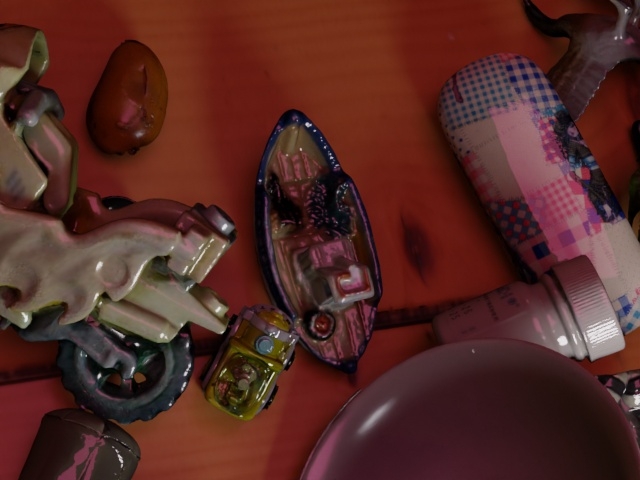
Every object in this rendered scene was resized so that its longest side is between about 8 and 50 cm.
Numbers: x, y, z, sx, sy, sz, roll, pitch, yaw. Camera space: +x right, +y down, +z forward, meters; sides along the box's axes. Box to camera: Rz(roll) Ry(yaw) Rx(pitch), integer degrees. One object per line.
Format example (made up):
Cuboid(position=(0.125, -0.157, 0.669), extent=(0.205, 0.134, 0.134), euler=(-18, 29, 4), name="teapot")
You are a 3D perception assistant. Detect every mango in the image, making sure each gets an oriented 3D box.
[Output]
Cuboid(position=(-0.189, -0.144, 1.376), extent=(0.077, 0.063, 0.127), euler=(11, 68, -5), name="mango")

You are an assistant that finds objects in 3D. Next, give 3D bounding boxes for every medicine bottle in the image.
Cuboid(position=(0.202, 0.091, 1.361), extent=(0.168, 0.105, 0.105), euler=(-23, 78, 5), name="medicine bottle")

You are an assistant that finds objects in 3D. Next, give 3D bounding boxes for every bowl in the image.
Cuboid(position=(0.154, 0.273, 1.255), extent=(0.157, 0.346, 0.345), euler=(42, 55, -49), name="bowl")

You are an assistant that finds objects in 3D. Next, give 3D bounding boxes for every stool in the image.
Cuboid(position=(-0.219, 0.209, 1.228), extent=(0.096, 0.096, 0.110), euler=(26, 71, -7), name="stool")

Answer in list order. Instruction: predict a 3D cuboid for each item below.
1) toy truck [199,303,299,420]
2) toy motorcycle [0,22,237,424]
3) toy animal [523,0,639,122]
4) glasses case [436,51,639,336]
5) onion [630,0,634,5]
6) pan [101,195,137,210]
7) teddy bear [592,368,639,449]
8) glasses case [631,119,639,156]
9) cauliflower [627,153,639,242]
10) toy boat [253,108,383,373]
Cuboid(position=(-0.065, 0.113, 1.303), extent=(0.076, 0.077, 0.111), euler=(27, 94, -4), name="toy truck")
Cuboid(position=(-0.248, -0.027, 1.244), extent=(0.410, 0.169, 0.237), euler=(43, 99, -7), name="toy motorcycle")
Cuboid(position=(0.309, -0.230, 1.526), extent=(0.272, 0.160, 0.197), euler=(-30, 80, -31), name="toy animal")
Cuboid(position=(0.235, -0.043, 1.451), extent=(0.125, 0.076, 0.327), euler=(-28, 85, -6), name="glasses case")
Cuboid(position=(0.395, -0.359, 1.577), extent=(0.201, 0.200, 0.207), euler=(22, 37, -9), name="onion")
Cuboid(position=(-0.179, 0.005, 1.346), extent=(0.115, 0.023, 0.068), euler=(37, 64, 1), name="pan")
Cuboid(position=(0.308, 0.235, 1.351), extent=(0.171, 0.144, 0.251), euler=(-21, 79, -23), name="teddy bear")
Cuboid(position=(0.372, -0.095, 1.553), extent=(0.034, 0.023, 0.083), euler=(-7, 75, -25), name="glasses case")
Cuboid(position=(0.459, -0.037, 1.420), extent=(0.256, 0.315, 0.238), euler=(26, 61, -35), name="cauliflower")
Cuboid(position=(0.000, 0.000, 1.354), extent=(0.114, 0.115, 0.262), euler=(-12, 75, -21), name="toy boat")
